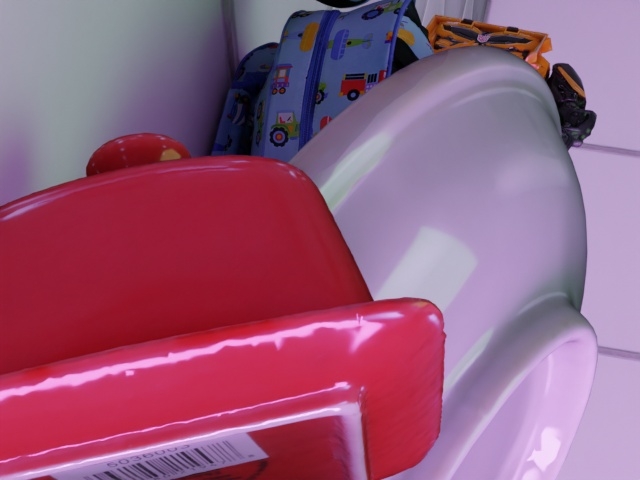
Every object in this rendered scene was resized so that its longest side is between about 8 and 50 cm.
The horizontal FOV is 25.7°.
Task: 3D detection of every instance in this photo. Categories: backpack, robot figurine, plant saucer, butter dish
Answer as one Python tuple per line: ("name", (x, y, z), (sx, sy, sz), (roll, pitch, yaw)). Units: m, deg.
("backpack", (0.003, -0.043, 0.720), (0.173, 0.117, 0.158), (82, 19, -66))
("robot figurine", (0.115, -0.092, 1.175), (0.085, 0.211, 0.291), (87, 21, -43))
("plant saucer", (0.036, 0.110, 0.664), (0.400, 0.100, 0.400), (-45, 153, -31))
("butter dish", (-0.049, 0.022, 0.433), (0.160, 0.160, 0.118), (82, -3, -67))

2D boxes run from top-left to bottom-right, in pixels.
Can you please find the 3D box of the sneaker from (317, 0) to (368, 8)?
("sneaker", (-0.012, -0.166, 0.647), (0.232, 0.081, 0.090), (69, 33, -60))
